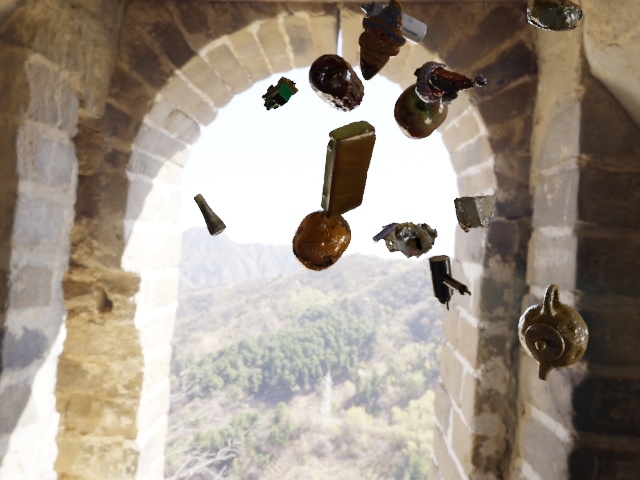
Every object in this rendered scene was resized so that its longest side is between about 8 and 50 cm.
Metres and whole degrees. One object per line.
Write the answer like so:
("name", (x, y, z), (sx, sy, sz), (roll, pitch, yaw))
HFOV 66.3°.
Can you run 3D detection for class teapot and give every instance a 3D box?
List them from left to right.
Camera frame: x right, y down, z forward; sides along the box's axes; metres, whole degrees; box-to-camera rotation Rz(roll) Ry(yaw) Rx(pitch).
("teapot", (0.716, 0.292, 1.536), (0.203, 0.312, 0.167), (11, 19, 41))

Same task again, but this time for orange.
("orange", (0.000, 0.000, 1.747), (0.182, 0.235, 0.234), (35, -19, -34))

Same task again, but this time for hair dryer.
("hair dryer", (0.453, 0.171, 1.682), (0.077, 0.196, 0.248), (-13, 14, -7))

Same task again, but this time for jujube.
("jujube", (0.090, -0.800, 2.505), (0.258, 0.259, 0.376), (5, -2, 31))

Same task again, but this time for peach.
("peach", (0.447, -0.581, 2.206), (0.252, 0.253, 0.252), (6, -2, 0))

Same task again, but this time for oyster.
("oyster", (0.428, 0.006, 2.338), (0.354, 0.201, 0.107), (-7, -38, -25))

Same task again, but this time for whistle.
("whistle", (0.265, -0.034, 2.037), (0.033, 0.033, 0.176), (4, 26, 38))

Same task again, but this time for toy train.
("toy train", (-0.190, -0.653, 2.214), (0.091, 0.136, 0.227), (40, -39, -27))

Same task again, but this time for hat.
("hat", (0.393, -0.467, 1.472), (0.227, 0.129, 0.140), (19, -35, 43))

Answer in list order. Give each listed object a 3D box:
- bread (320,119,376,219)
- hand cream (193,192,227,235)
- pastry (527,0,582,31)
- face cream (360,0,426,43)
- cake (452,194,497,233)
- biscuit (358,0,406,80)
("bread", (0.079, -0.213, 1.510), (0.138, 0.077, 0.361), (-22, -30, -18))
("hand cream", (-0.497, -0.121, 2.174), (0.083, 0.203, 0.084), (-31, -6, -3))
("pastry", (0.660, -0.645, 1.389), (0.153, 0.081, 0.153), (5, 36, -3))
("face cream", (0.311, -0.955, 2.123), (0.311, 0.093, 0.092), (16, -6, -23))
("cake", (0.500, -0.086, 1.556), (0.086, 0.117, 0.220), (-9, -1, 35))
("biscuit", (0.206, -0.695, 1.704), (0.183, 0.281, 0.043), (31, 15, 23))
